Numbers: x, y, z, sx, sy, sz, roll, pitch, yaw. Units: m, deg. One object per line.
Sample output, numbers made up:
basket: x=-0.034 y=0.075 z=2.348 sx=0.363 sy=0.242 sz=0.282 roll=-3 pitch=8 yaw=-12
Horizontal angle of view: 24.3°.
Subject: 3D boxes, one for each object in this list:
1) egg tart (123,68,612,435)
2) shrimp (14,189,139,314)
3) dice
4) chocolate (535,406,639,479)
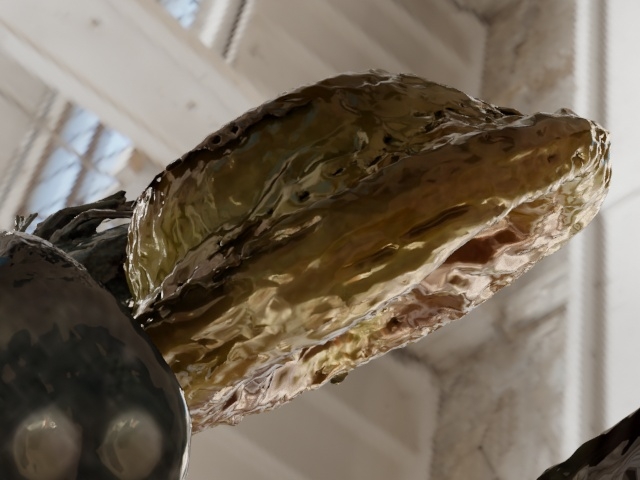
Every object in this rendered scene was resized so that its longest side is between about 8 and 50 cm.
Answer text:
egg tart: x=0.000 y=0.000 z=1.112 sx=0.443 sy=0.443 sz=0.178 roll=-13 pitch=-108 yaw=-55
shrimp: x=-0.212 y=0.028 z=1.271 sx=0.172 sy=0.372 sz=0.137 roll=55 pitch=175 yaw=10
dice: x=-0.199 y=0.111 z=0.870 sx=0.182 sy=0.181 sz=0.183 roll=-48 pitch=-63 yaw=-30
chocolate: x=0.205 y=0.172 z=0.697 sx=0.210 sy=0.340 sz=0.225 roll=25 pitch=-144 yaw=-30
